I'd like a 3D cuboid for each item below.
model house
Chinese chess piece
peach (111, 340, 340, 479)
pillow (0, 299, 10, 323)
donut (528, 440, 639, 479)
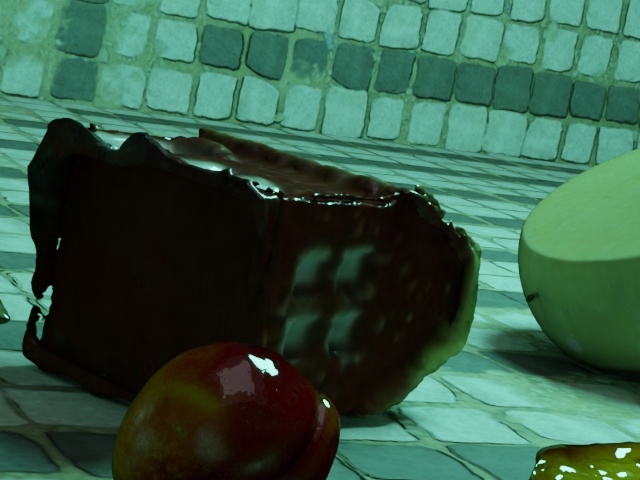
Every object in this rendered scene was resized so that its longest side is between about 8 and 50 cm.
[{"bbox_3d":[-0.033,0.020,1.055,0.196,0.160,0.254,17,9,39],"label":"model house"},{"bbox_3d":[0.289,0.002,1.335,0.273,0.102,0.273,-19,18,6],"label":"Chinese chess piece"},{"bbox_3d":[-0.045,0.096,0.768,0.100,0.101,0.101,9,9,-1],"label":"peach"},{"bbox_3d":[-0.276,0.025,1.140,0.113,0.038,0.203,6,9,-19],"label":"pillow"},{"bbox_3d":[0.149,0.132,0.592,0.152,0.101,0.259,5,11,-22],"label":"donut"}]
